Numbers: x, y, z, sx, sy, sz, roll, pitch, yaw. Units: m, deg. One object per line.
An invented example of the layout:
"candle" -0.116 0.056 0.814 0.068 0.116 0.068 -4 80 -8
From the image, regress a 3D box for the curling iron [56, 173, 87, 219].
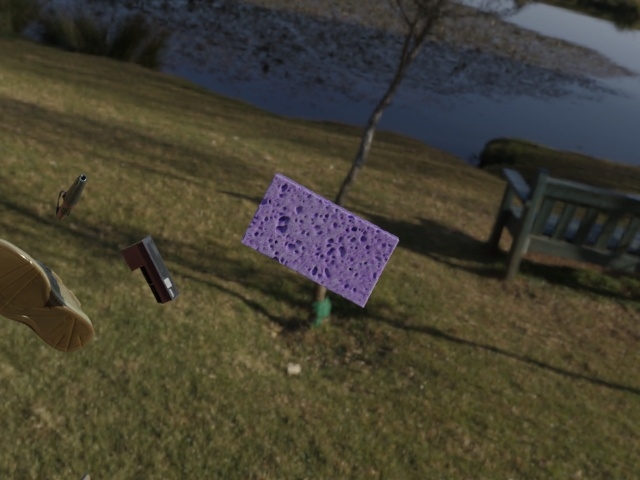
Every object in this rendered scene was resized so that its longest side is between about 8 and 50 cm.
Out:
"curling iron" -0.542 -0.099 1.677 0.035 0.068 0.274 9 -14 -23

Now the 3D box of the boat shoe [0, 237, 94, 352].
"boat shoe" -0.596 0.101 1.585 0.122 0.341 0.110 -32 44 -5

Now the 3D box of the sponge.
"sponge" 0.000 0.000 1.154 0.210 0.117 0.031 28 9 -3

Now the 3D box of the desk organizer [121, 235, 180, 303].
"desk organizer" -0.328 0.062 1.498 0.050 0.130 0.047 -24 8 12

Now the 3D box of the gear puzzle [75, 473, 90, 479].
"gear puzzle" -0.418 0.514 1.167 0.044 0.175 0.339 -1 15 5
